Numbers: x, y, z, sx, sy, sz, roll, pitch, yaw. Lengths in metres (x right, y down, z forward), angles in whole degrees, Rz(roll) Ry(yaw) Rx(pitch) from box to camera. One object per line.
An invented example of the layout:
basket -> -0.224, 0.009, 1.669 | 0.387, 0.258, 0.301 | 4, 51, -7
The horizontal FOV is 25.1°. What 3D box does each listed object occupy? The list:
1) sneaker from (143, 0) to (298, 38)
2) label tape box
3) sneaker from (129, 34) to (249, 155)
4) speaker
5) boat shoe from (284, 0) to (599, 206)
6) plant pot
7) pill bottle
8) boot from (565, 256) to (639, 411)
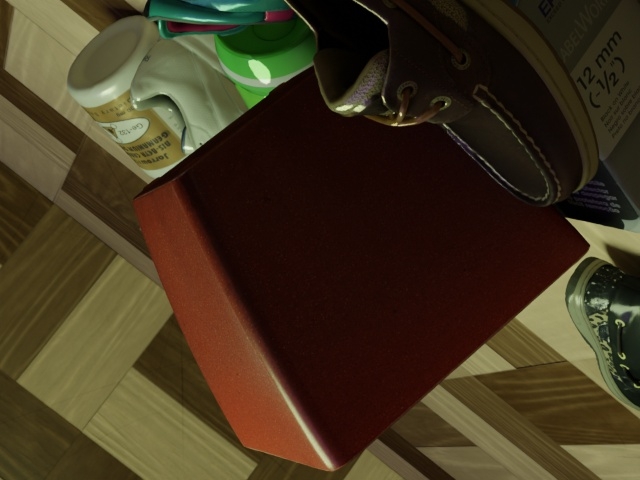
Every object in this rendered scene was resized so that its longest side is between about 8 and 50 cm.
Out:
sneaker -> -0.095, -0.247, 1.104 | 0.295, 0.123, 0.178 | 42, 129, 42
label tape box -> 0.110, -0.166, 1.080 | 0.249, 0.115, 0.348 | 17, 156, 51
sneaker -> -0.081, -0.119, 1.598 | 0.297, 0.129, 0.111 | 36, 163, -1
speaker -> -0.003, -0.131, 1.401 | 0.131, 0.131, 0.296 | 27, 162, 31
boat shoe -> 0.043, -0.126, 0.924 | 0.342, 0.123, 0.123 | 47, 161, -26
plant pot -> 0.000, 0.000, 1.157 | 0.236, 0.267, 0.267 | 53, 163, -8
pill bottle -> -0.185, -0.148, 1.733 | 0.131, 0.131, 0.229 | 17, 155, 51
boot -> 0.358, 0.116, 1.404 | 0.178, 0.085, 0.236 | 15, 153, 49
